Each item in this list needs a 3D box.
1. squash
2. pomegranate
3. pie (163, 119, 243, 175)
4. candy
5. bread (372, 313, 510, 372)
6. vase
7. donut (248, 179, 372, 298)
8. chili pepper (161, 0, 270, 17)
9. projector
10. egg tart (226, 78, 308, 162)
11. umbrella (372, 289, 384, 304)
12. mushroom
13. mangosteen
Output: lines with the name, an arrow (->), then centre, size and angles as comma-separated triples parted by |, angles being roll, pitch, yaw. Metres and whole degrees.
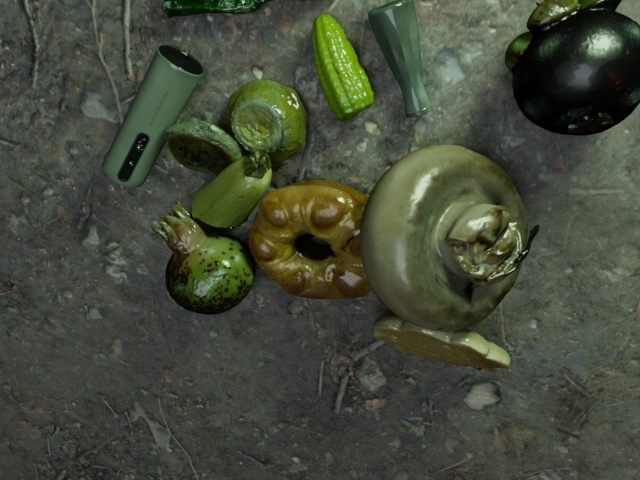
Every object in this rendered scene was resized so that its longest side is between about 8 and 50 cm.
squash -> -0.161, -0.115, 1.153 | 0.137, 0.137, 0.287 | 51, 137, -11
pomegranate -> -0.279, 0.043, 1.278 | 0.222, 0.204, 0.276 | -23, 89, 17
pie -> -0.265, -0.203, 1.189 | 0.187, 0.041, 0.187 | 11, 154, 6
candy -> 0.036, -0.347, 1.051 | 0.097, 0.097, 0.209 | -17, 101, 23
bread -> 0.266, 0.231, 1.197 | 0.316, 0.054, 0.316 | 17, 163, 6
vase -> 0.164, -0.348, 1.020 | 0.086, 0.086, 0.214 | -12, 116, 21
donut -> 0.000, 0.000, 1.194 | 0.317, 0.150, 0.299 | 37, 120, -4
chili pepper -> -0.208, -0.497, 1.070 | 0.227, 0.059, 0.088 | 5, 103, 10
projector -> -0.387, -0.274, 1.199 | 0.108, 0.108, 0.337 | 37, 119, -4
egg tart -> -0.125, -0.252, 1.151 | 0.197, 0.078, 0.197 | 9, 118, 16
umbrella -> 0.145, 0.130, 1.291 | 0.083, 0.020, 0.031 | 46, 118, -2
mushroom -> 0.256, -0.003, 0.999 | 0.295, 0.362, 0.362 | 9, 128, 61
mangosteen -> 0.437, -0.299, 0.897 | 0.243, 0.243, 0.242 | 7, 117, 13
